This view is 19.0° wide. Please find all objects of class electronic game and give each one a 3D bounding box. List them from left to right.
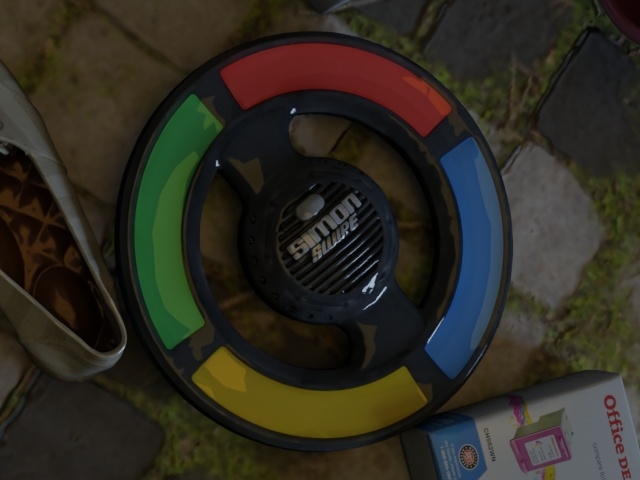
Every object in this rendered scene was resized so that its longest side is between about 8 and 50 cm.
[{"bbox_3d":[0.000,0.000,1.039,0.229,0.048,0.229,1,86,-20],"label":"electronic game"}]

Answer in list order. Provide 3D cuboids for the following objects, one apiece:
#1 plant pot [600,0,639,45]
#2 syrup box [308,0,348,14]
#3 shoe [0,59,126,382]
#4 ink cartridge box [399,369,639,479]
[{"bbox_3d":[0.285,-0.168,1.075,0.180,0.201,0.201,21,81,-31],"label":"plant pot"},{"bbox_3d":[0.037,-0.195,0.967,0.093,0.237,0.096,-43,100,-15],"label":"syrup box"},{"bbox_3d":[-0.162,-0.026,0.992,0.076,0.058,0.219,-32,97,-16],"label":"shoe"},{"bbox_3d":[0.117,0.130,1.073,0.122,0.052,0.088,-15,92,-18],"label":"ink cartridge box"}]
